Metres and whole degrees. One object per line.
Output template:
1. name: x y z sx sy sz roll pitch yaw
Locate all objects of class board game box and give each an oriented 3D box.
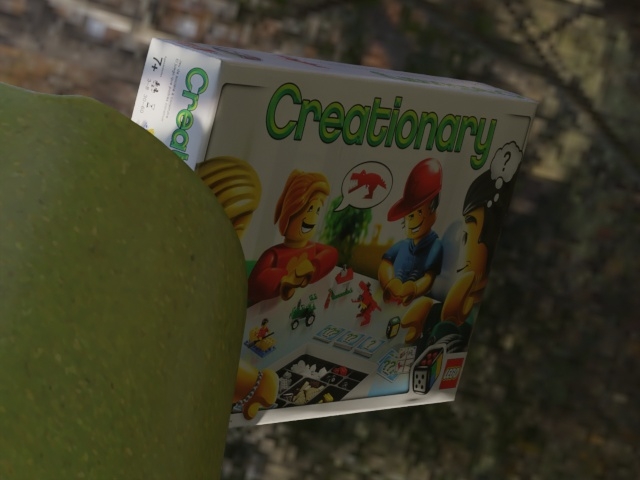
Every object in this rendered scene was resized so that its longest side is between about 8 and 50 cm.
1. board game box: 0.000 0.000 1.031 0.305 0.053 0.193 0 -72 -54

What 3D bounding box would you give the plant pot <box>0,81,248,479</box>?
1. plant pot: -0.139 0.087 0.618 0.276 0.276 0.254 101 -175 -51
